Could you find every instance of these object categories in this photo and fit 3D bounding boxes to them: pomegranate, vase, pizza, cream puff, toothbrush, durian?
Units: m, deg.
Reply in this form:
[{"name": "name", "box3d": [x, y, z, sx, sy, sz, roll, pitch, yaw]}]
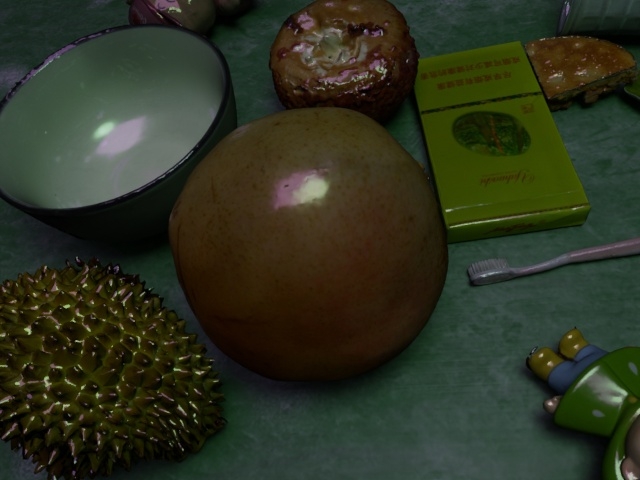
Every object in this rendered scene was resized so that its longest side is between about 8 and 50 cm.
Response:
[{"name": "pomegranate", "box3d": [0.000, 0.000, 0.580, 0.320, 0.319, 0.318, -5, 59, 8]}, {"name": "vase", "box3d": [0.538, -0.364, 0.781, 0.299, 0.143, 0.143, 12, 63, 14]}, {"name": "pizza", "box3d": [0.382, -0.258, 0.791, 0.134, 0.046, 0.175, -46, 53, -4]}, {"name": "cream puff", "box3d": [0.037, -0.274, 0.806, 0.240, 0.164, 0.239, -7, 69, 19]}, {"name": "toothbrush", "box3d": [0.342, 0.015, 0.653, 0.308, 0.025, 0.029, -11, 50, 4]}, {"name": "durian", "box3d": [-0.253, 0.142, 0.570, 0.293, 0.258, 0.258, 29, 68, 19]}]

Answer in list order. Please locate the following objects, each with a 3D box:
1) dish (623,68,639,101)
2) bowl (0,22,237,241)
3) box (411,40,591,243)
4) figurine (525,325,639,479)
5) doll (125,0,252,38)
[{"name": "dish", "box3d": [0.514, -0.206, 0.739, 0.091, 0.039, 0.137, -33, 51, 1]}, {"name": "bowl", "box3d": [-0.278, -0.136, 0.765, 0.354, 0.185, 0.353, -5, 59, 8]}, {"name": "box", "box3d": [0.248, -0.158, 0.762, 0.187, 0.047, 0.334, -8, 58, 6]}, {"name": "figurine", "box3d": [0.327, 0.192, 0.494, 0.162, 0.143, 0.263, -25, 41, -15]}, {"name": "doll", "box3d": [-0.243, -0.464, 0.977, 0.256, 0.152, 0.196, -41, 48, -9]}]
